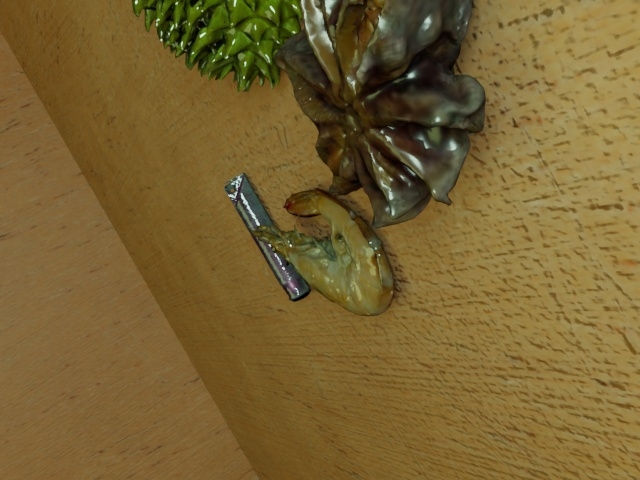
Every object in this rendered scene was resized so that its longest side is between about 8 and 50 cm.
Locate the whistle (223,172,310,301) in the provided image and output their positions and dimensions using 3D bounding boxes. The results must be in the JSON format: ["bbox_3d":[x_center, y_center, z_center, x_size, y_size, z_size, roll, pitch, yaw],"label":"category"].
[{"bbox_3d":[-0.067,-0.002,1.079,0.176,0.033,0.033,60,161,-2],"label":"whistle"}]

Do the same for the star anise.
[{"bbox_3d":[0.040,-0.114,0.568,0.220,0.099,0.214,-152,50,-65],"label":"star anise"}]

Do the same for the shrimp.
[{"bbox_3d":[-0.003,0.002,0.897,0.236,0.053,0.133,27,145,52],"label":"shrimp"}]

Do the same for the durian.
[{"bbox_3d":[-0.103,-0.276,0.711,0.169,0.158,0.355,-85,-18,-54],"label":"durian"}]
